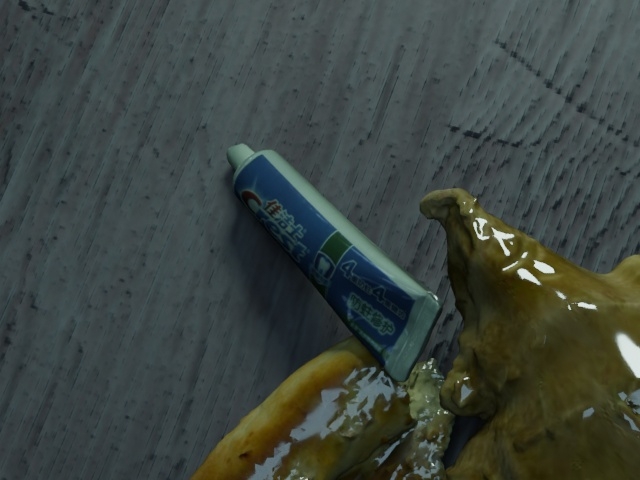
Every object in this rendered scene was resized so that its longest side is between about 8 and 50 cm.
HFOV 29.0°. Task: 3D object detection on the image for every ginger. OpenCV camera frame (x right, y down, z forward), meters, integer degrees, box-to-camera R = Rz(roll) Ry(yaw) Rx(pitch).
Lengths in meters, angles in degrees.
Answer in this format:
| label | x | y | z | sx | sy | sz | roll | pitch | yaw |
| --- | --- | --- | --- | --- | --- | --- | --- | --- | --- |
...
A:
| label | x | y | z | sx | sy | sz | roll | pitch | yaw |
| --- | --- | --- | --- | --- | --- | --- | --- | --- | --- |
| ginger | 0.142 | 0.087 | 0.644 | 0.219 | 0.123 | 0.270 | -43 | 61 | -6 |

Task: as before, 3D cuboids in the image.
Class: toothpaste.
| label | x | y | z | sx | sy | sz | roll | pitch | yaw |
| --- | --- | --- | --- | --- | --- | --- | --- | --- | --- |
| toothpaste | 0.000 | 0.000 | 0.707 | 0.197 | 0.034 | 0.057 | 46 | 123 | 38 |

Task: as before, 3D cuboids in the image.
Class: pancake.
| label | x | y | z | sx | sy | sz | roll | pitch | yaw |
| --- | --- | --- | --- | --- | --- | --- | --- | --- | --- |
| pancake | 0.019 | 0.201 | 0.652 | 0.266 | 0.057 | 0.244 | -44 | 73 | -8 |
